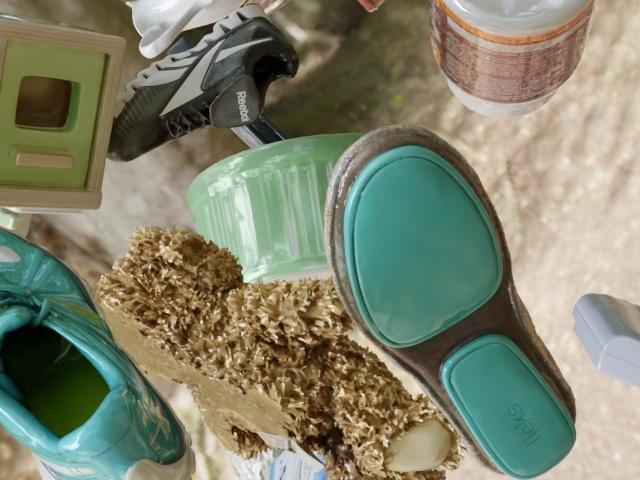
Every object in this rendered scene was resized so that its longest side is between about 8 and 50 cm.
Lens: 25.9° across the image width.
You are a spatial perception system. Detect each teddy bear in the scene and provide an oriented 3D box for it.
[{"bbox_3d":[-0.025,0.107,1.143,0.113,0.338,0.245,-50,-34,-30],"label":"teddy bear"}]

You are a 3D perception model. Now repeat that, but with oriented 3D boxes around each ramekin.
[{"bbox_3d":[0.000,0.000,1.639,0.303,0.303,0.148,-38,56,57],"label":"ramekin"}]

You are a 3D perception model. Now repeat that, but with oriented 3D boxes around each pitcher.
[{"bbox_3d":[-0.199,-0.373,2.157,0.207,0.125,0.177,-34,34,14],"label":"pitcher"}]

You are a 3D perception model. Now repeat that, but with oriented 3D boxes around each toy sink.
[{"bbox_3d":[-0.295,-0.096,1.330,0.131,0.153,0.234,20,102,41],"label":"toy sink"}]

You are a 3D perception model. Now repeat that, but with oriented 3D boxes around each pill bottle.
[{"bbox_3d":[0.259,-0.316,1.897,0.224,0.224,0.392,-52,-12,-8],"label":"pill bottle"}]

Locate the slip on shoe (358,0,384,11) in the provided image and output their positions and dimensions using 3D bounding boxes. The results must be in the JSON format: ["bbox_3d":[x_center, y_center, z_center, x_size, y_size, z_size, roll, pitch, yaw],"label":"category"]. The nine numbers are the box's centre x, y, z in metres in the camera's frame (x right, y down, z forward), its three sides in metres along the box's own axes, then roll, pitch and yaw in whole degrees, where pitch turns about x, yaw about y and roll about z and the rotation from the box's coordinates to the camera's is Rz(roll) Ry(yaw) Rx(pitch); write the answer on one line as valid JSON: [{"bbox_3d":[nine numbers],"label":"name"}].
[{"bbox_3d":[-0.071,-0.282,1.216,0.123,0.331,0.101,-120,47,-64],"label":"slip on shoe"}]

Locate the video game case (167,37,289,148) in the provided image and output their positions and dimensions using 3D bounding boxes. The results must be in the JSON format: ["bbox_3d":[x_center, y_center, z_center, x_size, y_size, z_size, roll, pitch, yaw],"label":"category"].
[{"bbox_3d":[-0.077,-0.136,1.792,0.035,0.248,0.275,-45,-8,-1],"label":"video game case"}]

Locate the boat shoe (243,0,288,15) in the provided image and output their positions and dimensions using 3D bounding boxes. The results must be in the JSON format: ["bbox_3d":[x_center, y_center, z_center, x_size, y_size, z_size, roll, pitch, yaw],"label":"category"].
[{"bbox_3d":[-0.034,-0.303,1.515,0.178,0.060,0.064,-37,8,48],"label":"boat shoe"}]

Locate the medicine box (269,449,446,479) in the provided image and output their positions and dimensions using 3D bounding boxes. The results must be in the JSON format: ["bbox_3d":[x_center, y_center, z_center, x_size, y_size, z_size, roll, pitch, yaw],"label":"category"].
[{"bbox_3d":[0.026,0.363,1.637,0.289,0.149,0.263,126,156,-60],"label":"medicine box"}]

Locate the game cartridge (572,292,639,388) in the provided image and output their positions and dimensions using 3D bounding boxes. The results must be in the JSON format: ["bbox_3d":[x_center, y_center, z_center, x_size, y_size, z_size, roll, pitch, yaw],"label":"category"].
[{"bbox_3d":[0.427,0.142,1.492,0.198,0.297,0.062,-99,27,-80],"label":"game cartridge"}]

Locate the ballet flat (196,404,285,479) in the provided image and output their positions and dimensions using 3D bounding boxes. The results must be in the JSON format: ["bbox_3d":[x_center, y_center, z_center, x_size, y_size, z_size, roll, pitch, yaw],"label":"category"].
[{"bbox_3d":[-0.120,0.181,2.004,0.147,0.147,0.409,144,126,-60],"label":"ballet flat"}]

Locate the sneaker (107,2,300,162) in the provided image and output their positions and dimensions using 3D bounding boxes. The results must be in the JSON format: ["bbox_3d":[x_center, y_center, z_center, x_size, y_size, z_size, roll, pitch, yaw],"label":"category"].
[{"bbox_3d":[-0.115,-0.148,1.414,0.234,0.106,0.078,-40,-32,-20],"label":"sneaker"}]

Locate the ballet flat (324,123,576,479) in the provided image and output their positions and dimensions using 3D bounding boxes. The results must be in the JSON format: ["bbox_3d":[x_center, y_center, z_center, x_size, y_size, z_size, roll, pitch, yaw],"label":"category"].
[{"bbox_3d":[0.070,0.032,0.873,0.107,0.316,0.106,-28,39,-1],"label":"ballet flat"}]

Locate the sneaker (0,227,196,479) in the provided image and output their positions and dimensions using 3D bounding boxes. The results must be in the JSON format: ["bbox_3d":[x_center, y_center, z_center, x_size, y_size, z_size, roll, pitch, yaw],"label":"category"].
[{"bbox_3d":[-0.173,0.055,0.817,0.107,0.275,0.110,-44,-37,-14],"label":"sneaker"}]
